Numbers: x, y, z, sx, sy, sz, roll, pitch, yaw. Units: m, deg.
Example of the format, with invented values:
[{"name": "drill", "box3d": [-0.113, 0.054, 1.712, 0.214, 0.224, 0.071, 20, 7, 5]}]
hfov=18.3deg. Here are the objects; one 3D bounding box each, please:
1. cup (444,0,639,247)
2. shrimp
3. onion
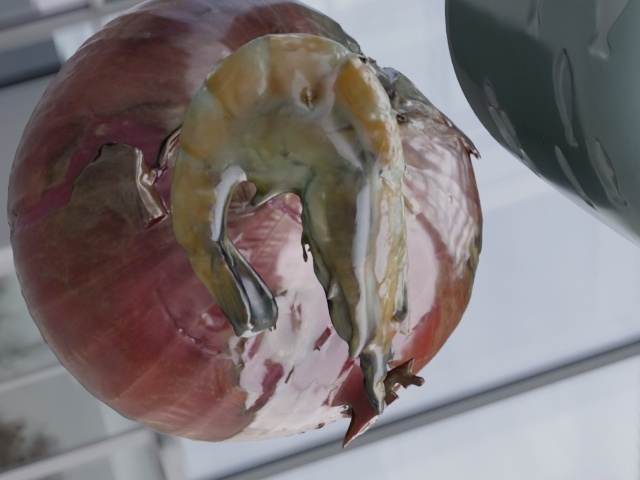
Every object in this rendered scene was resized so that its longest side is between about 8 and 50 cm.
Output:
[{"name": "cup", "box3d": [0.226, -0.157, 1.016, 0.274, 0.259, 0.356, -125, -145, -69]}, {"name": "shrimp", "box3d": [-0.017, 0.000, 1.210, 0.059, 0.145, 0.254, -119, -155, -68]}, {"name": "onion", "box3d": [-0.050, -0.011, 1.429, 0.353, 0.354, 0.353, 163, -90, -77]}]
